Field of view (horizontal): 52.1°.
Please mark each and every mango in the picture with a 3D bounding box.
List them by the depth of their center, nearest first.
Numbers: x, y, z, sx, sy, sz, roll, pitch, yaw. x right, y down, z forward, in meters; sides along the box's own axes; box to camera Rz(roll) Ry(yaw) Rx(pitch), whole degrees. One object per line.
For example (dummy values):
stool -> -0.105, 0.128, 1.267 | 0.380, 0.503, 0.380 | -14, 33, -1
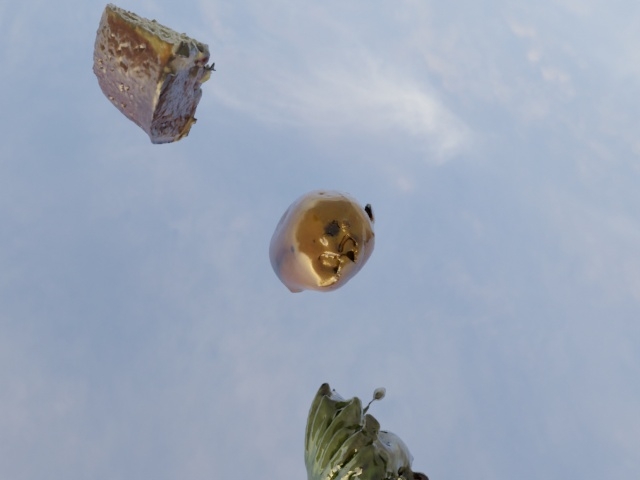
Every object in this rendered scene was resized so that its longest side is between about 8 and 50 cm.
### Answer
mango -> 0.000, 0.000, 1.139 | 0.152, 0.287, 0.201 | 24, -98, -10

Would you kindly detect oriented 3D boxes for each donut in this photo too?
donut -> -0.208, -0.196, 0.789 | 0.126, 0.186, 0.144 | 36, -77, 3

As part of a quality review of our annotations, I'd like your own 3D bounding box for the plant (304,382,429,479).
plant -> 0.016, 0.407, 1.066 | 0.180, 0.251, 0.334 | 30, -87, -24
